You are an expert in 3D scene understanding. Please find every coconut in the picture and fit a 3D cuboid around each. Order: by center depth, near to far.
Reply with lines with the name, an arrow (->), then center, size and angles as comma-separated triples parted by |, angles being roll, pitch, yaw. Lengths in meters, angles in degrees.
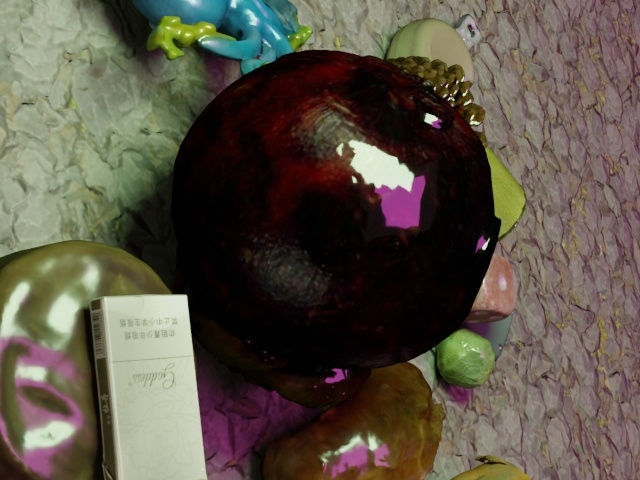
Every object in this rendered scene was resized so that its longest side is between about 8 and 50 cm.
coconut -> 0.216, 0.177, 1.726 | 0.088, 0.096, 0.088 | -43, 145, -42

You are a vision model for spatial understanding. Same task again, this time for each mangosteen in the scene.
mangosteen -> 0.022, -0.004, 1.298 | 0.381, 0.381, 0.421 | -43, 138, -47

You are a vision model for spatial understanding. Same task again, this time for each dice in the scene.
dice -> 0.234, 0.071, 1.703 | 0.093, 0.091, 0.094 | 20, 64, -44

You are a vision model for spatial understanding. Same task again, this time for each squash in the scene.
squash -> 0.202, -0.110, 1.768 | 0.247, 0.132, 0.132 | 42, 49, -31

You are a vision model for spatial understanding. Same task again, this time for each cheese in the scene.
cheese -> 0.204, -0.300, 1.871 | 0.286, 0.082, 0.163 | -43, 111, -48

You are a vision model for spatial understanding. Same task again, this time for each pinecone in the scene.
pinecone -> 0.118, -0.117, 1.583 | 0.292, 0.246, 0.246 | 75, 30, -45

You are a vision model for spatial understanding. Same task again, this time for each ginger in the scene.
ginger -> 0.066, 0.263, 1.466 | 0.321, 0.172, 0.165 | -29, 140, -52

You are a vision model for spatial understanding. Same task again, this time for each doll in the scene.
doll -> -0.145, -0.311, 1.437 | 0.341, 0.099, 0.346 | 4, 50, -54

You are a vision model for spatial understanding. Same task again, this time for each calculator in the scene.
calculator -> 0.230, 0.088, 1.797 | 0.246, 0.045, 0.141 | 46, 48, -28

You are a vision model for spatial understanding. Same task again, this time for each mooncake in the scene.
mooncake -> -0.256, 0.140, 1.141 | 0.284, 0.155, 0.284 | 17, 68, -46

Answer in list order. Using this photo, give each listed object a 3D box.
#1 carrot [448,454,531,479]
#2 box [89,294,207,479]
carrot -> 0.131, 0.432, 1.383 | 0.340, 0.224, 0.224 | -25, 97, -23
box -> -0.166, 0.152, 1.098 | 0.109, 0.029, 0.198 | 2, 79, -49
